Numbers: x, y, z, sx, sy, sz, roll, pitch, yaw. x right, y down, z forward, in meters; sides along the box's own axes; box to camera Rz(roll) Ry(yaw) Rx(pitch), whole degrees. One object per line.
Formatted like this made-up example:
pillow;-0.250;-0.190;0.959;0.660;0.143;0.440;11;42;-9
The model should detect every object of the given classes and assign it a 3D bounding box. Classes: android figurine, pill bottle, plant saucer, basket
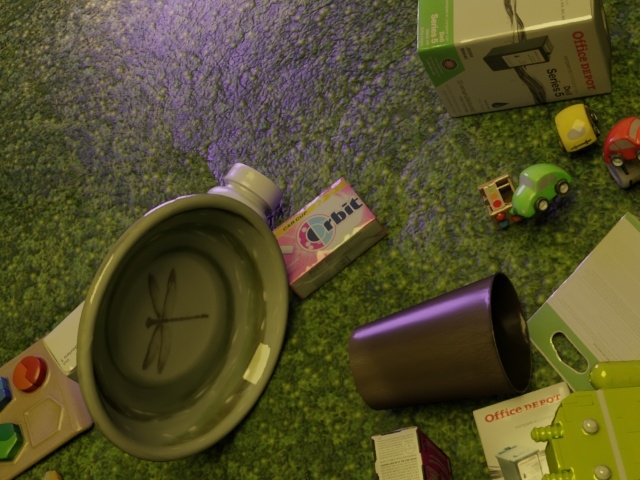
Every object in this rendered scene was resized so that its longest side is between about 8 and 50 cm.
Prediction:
android figurine;0.404;0.267;1.328;0.273;0.056;0.248;-1;57;-6
pill bottle;-0.164;-0.013;1.764;0.121;0.121;0.221;25;76;33
plant saucer;-0.214;0.121;1.553;0.100;0.400;0.400;15;70;40
pill bottle;0.488;-0.133;1.567;0.116;0.065;0.065;-30;55;6
basket;0.168;0.156;1.501;0.227;0.154;0.204;-17;25;24

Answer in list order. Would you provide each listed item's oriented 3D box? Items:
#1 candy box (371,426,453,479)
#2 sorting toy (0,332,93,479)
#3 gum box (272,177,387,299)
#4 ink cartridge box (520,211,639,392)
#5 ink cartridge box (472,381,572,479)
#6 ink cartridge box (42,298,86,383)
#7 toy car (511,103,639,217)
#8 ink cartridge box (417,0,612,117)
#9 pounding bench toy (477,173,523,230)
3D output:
candy box;0.137;0.383;1.388;0.071;0.159;0.233;-16;59;17
sorting toy;-0.500;0.325;1.781;0.229;0.041;0.307;-32;55;6
gum box;0.000;0.000;1.718;0.188;0.062;0.107;-38;54;1
ink cartridge box;0.420;0.101;1.480;0.235;0.056;0.171;-52;51;21
ink cartridge box;0.300;0.305;1.405;0.139;0.082;0.191;-21;58;13
ink cartridge box;-0.308;0.170;1.669;0.160;0.219;0.092;-44;54;-3
toy car;0.368;-0.122;1.554;0.225;0.053;0.239;-40;25;-6
ink cartridge box;0.311;-0.311;1.663;0.273;0.198;0.115;-7;61;22
pounding bench toy;0.298;-0.063;1.623;0.083;0.052;0.065;-25;56;10
